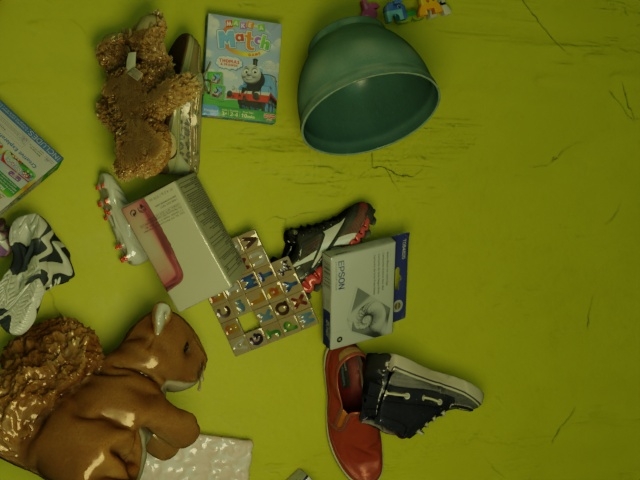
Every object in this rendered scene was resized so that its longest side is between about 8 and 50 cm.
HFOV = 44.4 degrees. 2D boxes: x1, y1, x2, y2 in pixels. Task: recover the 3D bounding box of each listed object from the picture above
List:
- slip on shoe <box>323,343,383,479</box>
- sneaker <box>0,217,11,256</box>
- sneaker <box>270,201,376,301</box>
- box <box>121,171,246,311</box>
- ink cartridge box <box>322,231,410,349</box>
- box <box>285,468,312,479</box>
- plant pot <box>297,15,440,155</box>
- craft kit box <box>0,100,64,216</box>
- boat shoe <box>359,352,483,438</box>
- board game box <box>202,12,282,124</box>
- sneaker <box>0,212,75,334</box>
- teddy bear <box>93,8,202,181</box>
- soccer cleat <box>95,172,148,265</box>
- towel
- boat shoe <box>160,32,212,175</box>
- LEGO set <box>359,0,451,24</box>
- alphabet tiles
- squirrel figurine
[{"bbox_3d":[0.077,0.382,1.711,0.123,0.101,0.331,-10,95,-19],"label":"slip on shoe"},{"bbox_3d":[-0.683,-0.045,1.471,0.236,0.095,0.104,44,85,-9],"label":"sneaker"},{"bbox_3d":[0.000,0.000,1.679,0.276,0.097,0.135,-45,105,-11],"label":"sneaker"},{"bbox_3d":[-0.265,0.000,1.550,0.127,0.148,0.232,-26,98,11],"label":"box"},{"bbox_3d":[0.108,0.107,1.685,0.224,0.045,0.223,-14,116,-27],"label":"ink cartridge box"},{"bbox_3d":[-0.040,0.588,1.691,0.126,0.072,0.137,-41,103,-13],"label":"box"},{"bbox_3d":[0.079,-0.335,1.626,0.293,0.293,0.196,-8,66,-17],"label":"plant pot"},{"bbox_3d":[-0.648,-0.156,1.431,0.250,0.061,0.247,44,48,-8],"label":"craft kit box"},{"bbox_3d":[0.216,0.361,1.703,0.340,0.127,0.158,25,70,-32],"label":"boat shoe"},{"bbox_3d":[-0.168,-0.358,1.651,0.160,0.039,0.211,3,89,-17],"label":"board game box"},{"bbox_3d":[-0.525,0.082,1.482,0.094,0.153,0.235,-16,61,12],"label":"sneaker"},{"bbox_3d":[-0.339,-0.277,1.513,0.245,0.113,0.338,-33,68,14],"label":"teddy bear"},{"bbox_3d":[-0.391,-0.046,1.577,0.076,0.068,0.196,-23,99,-31],"label":"soccer cleat"},{"bbox_3d":[-0.313,0.552,1.612,0.317,0.053,0.332,11,85,-17],"label":"towel"},{"bbox_3d":[-0.276,-0.272,1.593,0.089,0.104,0.285,7,98,-33],"label":"boat shoe"},{"bbox_3d":[0.193,-0.534,1.737,0.227,0.087,0.093,-16,96,-18],"label":"LEGO set"},{"bbox_3d":[-0.139,0.104,1.639,0.198,0.009,0.237,-23,99,11],"label":"alphabet tiles"},{"bbox_3d":[-0.403,0.270,1.452,0.397,0.281,0.370,28,65,-8],"label":"squirrel figurine"}]
